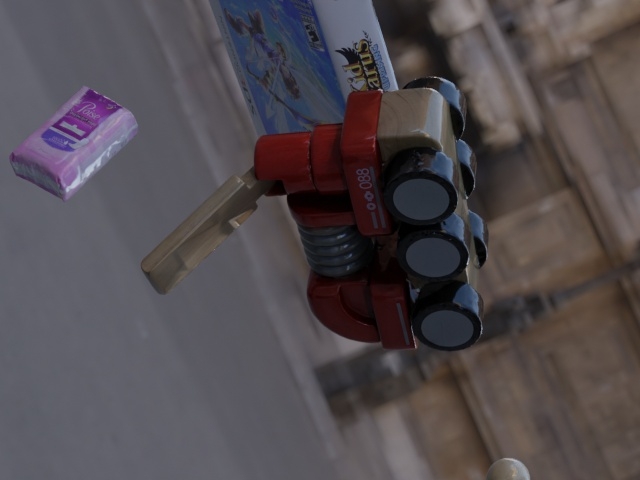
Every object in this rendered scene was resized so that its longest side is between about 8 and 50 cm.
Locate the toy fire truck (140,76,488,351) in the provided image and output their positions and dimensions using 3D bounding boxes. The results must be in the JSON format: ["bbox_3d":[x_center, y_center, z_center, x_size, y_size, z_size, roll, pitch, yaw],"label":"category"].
[{"bbox_3d":[0.000,0.000,1.472,0.158,0.246,0.217,-80,162,-45],"label":"toy fire truck"}]

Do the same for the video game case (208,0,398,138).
[{"bbox_3d":[-0.009,-0.154,1.742,0.269,0.061,0.244,33,-32,59],"label":"video game case"}]

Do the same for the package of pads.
[{"bbox_3d":[-0.174,-0.068,1.305,0.050,0.083,0.032,29,-33,24],"label":"package of pads"}]

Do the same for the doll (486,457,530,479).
[{"bbox_3d":[0.199,0.264,1.541,0.189,0.046,0.129,60,-11,7],"label":"doll"}]
